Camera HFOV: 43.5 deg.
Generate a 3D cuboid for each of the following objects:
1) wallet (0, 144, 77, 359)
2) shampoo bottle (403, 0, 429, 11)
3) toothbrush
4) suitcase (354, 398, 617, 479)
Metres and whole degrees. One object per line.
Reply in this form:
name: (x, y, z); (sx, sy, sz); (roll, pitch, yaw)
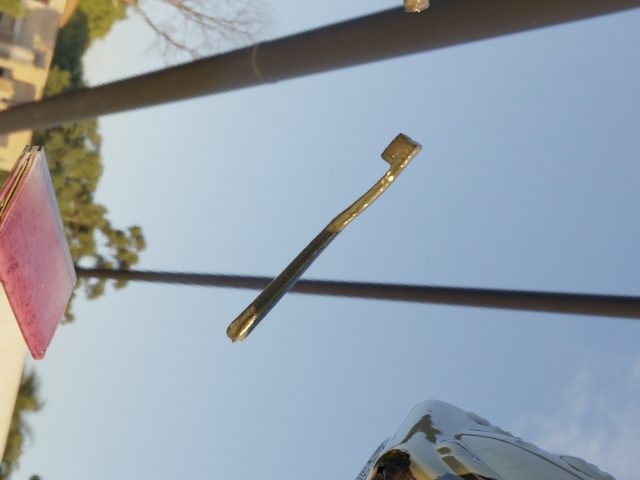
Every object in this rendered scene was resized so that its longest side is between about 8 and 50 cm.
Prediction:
wallet: (-0.301, 0.021, 0.849); (0.232, 0.025, 0.119); (98, 2, -51)
shampoo bottle: (0.100, -0.350, 0.925); (0.040, 0.079, 0.165); (-65, 147, -53)
toothbrush: (0.000, 0.000, 0.867); (0.297, 0.030, 0.030); (-47, 175, 4)
suitcase: (0.181, 0.278, 0.635); (0.194, 0.351, 0.339); (-65, 166, 7)
